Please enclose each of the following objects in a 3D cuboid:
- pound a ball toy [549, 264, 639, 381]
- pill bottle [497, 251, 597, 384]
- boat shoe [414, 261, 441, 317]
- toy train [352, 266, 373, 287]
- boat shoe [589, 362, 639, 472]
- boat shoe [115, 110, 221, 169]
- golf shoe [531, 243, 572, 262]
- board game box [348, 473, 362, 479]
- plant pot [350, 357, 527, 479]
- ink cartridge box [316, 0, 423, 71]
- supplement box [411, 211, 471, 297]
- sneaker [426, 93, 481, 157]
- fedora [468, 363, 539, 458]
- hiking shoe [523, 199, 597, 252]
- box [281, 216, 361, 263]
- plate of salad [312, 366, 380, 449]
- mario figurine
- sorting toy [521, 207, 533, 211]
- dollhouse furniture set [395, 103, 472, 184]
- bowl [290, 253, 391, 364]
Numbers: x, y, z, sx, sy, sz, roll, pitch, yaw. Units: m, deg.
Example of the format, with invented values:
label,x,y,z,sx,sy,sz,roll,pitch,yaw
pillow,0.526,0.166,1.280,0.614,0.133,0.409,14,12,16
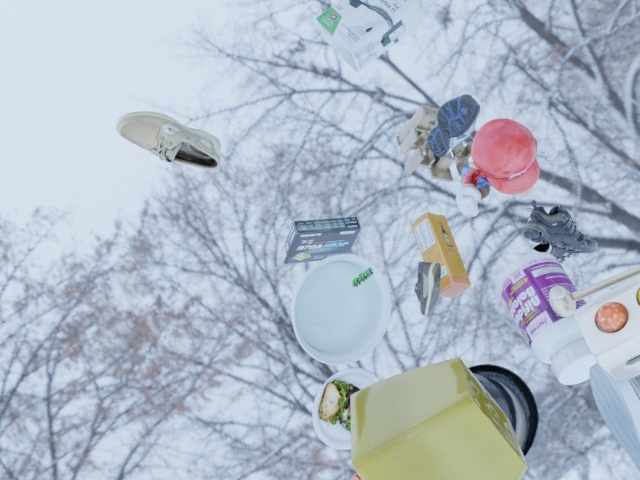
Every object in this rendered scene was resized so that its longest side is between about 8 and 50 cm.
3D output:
label,x,y,z,sx,sy,sz,roll,pitch,yaw
pound a ball toy,0.559,0.094,1.361,0.319,0.208,0.135,-34,-46,23
pill bottle,0.560,0.188,1.873,0.169,0.301,0.169,-12,-41,-11
boat shoe,0.224,0.099,1.651,0.056,0.049,0.152,-48,-30,-41
toy train,0.106,0.091,1.959,0.017,0.024,0.083,23,-42,-24
boat shoe,0.616,0.353,1.468,0.094,0.302,0.109,-27,-6,-17
boat shoe,-0.418,-0.272,2.170,0.302,0.098,0.109,16,-51,-26
golf shoe,0.620,0.056,2.210,0.198,0.094,0.077,-53,18,28
board game box,0.126,0.701,1.929,0.124,0.259,0.039,-43,17,-7
plant pot,0.182,0.304,1.173,0.187,0.212,0.212,-38,12,12
ink cartridge box,0.120,-0.531,1.877,0.208,0.153,0.087,-38,-30,-3
supplement box,0.331,0.039,2.150,0.078,0.233,0.080,10,-36,-38
sneaker,0.299,-0.262,1.694,0.081,0.080,0.211,-35,-7,-22
fedora,0.374,0.431,1.946,0.334,0.334,0.152,-44,-54,6
hiking shoe,0.641,-0.034,2.038,0.227,0.086,0.114,16,-97,-23
box,0.000,0.000,2.477,0.220,0.051,0.175,-4,-33,-22
plate of salad,0.075,0.398,1.831,0.200,0.200,0.048,-32,19,-21
mario figurine,0.357,-0.123,1.502,0.320,0.170,0.198,-3,-69,-84
sorting toy,0.604,-0.086,2.222,0.062,0.083,0.012,11,-85,-29
dollhouse furniture set,0.337,-0.268,2.396,0.212,0.242,0.161,9,-37,-25
bowl,0.033,0.178,2.113,0.298,0.298,0.134,-33,18,-20
